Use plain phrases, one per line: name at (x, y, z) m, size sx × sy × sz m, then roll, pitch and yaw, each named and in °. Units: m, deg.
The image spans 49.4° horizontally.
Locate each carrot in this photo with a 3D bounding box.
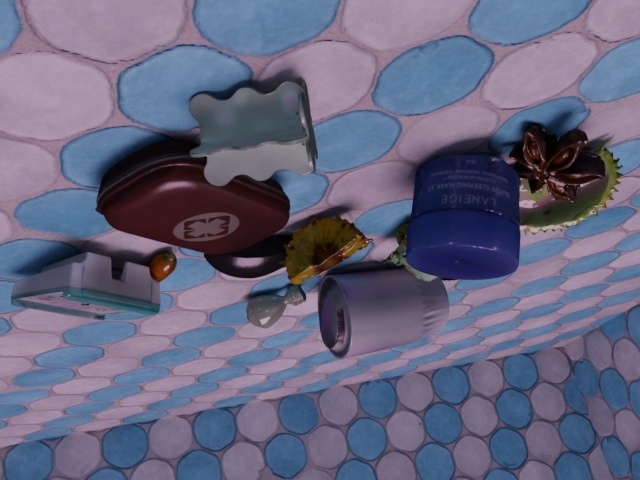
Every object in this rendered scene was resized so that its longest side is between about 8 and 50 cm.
carrot at (-0.443, 0.092, 1.746) m, size 0.271 × 0.062 × 0.066 m, roll -27°, pitch -174°, yaw 38°

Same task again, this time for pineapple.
pineapple at (0.000, 0.001, 1.694) m, size 0.233 × 0.135 × 0.079 m, roll -28°, pitch 146°, yaw 11°

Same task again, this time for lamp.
lamp at (-0.137, 0.198, 2.120) m, size 0.193 × 0.106 × 0.106 m, roll -26°, pitch 156°, yaw 6°

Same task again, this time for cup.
cup at (0.184, 0.209, 2.133) m, size 0.372 × 0.253 × 0.253 m, roll -8°, pitch 157°, yaw -22°

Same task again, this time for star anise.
star anise at (0.528, -0.182, 1.554) m, size 0.214 × 0.098 × 0.220 m, roll 10°, pitch 149°, yaw 4°

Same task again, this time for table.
table at (-0.114, -0.179, 1.178) m, size 0.199 × 0.166 × 0.166 m, roll -7°, pitch 158°, yaw 6°

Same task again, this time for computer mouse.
computer mouse at (-0.159, 0.048, 1.762) m, size 0.270 × 0.086 × 0.137 m, roll -2°, pitch 156°, yaw -29°

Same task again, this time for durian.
durian at (0.555, -0.119, 1.695) m, size 0.352 × 0.158 × 0.169 m, roll -14°, pitch 146°, yaw 11°

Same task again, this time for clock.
clock at (-0.546, 0.112, 1.644) m, size 0.231 × 0.116 × 0.262 m, roll -10°, pitch 160°, yaw 34°

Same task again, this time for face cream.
face cream at (0.321, -0.050, 1.562) m, size 0.249 × 0.224 × 0.249 m, roll 5°, pitch 160°, yaw 2°

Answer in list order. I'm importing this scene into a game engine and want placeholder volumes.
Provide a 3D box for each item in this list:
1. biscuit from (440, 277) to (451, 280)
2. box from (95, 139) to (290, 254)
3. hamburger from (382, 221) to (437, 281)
biscuit at (0.450, 0.078, 2.217) m, size 0.195 × 0.053 × 0.194 m, roll -12°, pitch 157°, yaw -5°
box at (-0.241, -0.073, 1.399) m, size 0.263 × 0.108 × 0.404 m, roll -25°, pitch 155°, yaw 28°
hamburger at (0.281, 0.015, 1.890) m, size 0.235 × 0.125 × 0.214 m, roll -19°, pitch 143°, yaw 30°
